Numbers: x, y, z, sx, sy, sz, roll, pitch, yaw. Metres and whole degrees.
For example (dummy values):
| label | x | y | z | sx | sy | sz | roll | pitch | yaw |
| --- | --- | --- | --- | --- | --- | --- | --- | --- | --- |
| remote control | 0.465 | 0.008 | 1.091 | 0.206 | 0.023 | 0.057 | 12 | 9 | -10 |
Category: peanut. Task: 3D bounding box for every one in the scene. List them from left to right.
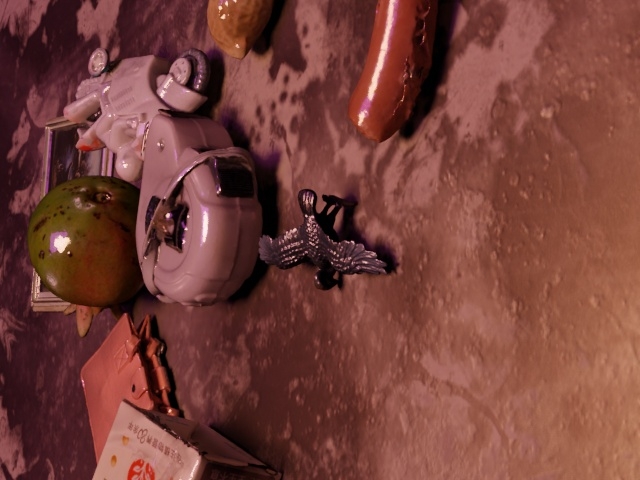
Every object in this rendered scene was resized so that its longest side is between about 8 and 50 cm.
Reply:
| label | x | y | z | sx | sy | sz | roll | pitch | yaw |
| --- | --- | --- | --- | --- | --- | --- | --- | --- | --- |
| peanut | -0.096 | -0.331 | 2.072 | 0.104 | 0.085 | 0.228 | 162 | 110 | -65 |

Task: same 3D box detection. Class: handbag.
| label | x | y | z | sx | sy | sz | roll | pitch | yaw |
| --- | --- | --- | --- | --- | --- | --- | --- | --- | --- |
| handbag | -0.245 | 0.217 | 2.221 | 0.157 | 0.059 | 0.212 | -52 | 43 | 40 |

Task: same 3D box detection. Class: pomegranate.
| label | x | y | z | sx | sy | sz | roll | pitch | yaw |
| --- | --- | --- | --- | --- | --- | --- | --- | --- | --- |
| pomegranate | -0.291 | 0.025 | 2.242 | 0.181 | 0.181 | 0.224 | -122 | 25 | -44 |

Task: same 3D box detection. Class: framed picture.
| label | x | y | z | sx | sy | sz | roll | pitch | yaw |
| --- | --- | --- | --- | --- | --- | --- | --- | --- | --- |
| framed picture | -0.362 | -0.043 | 2.487 | 0.232 | 0.019 | 0.296 | -5 | 80 | 57 |

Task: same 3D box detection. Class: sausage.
| label | x | y | z | sx | sy | sz | roll | pitch | yaw |
| --- | --- | --- | --- | --- | --- | --- | --- | --- | --- |
| sausage | 0.094 | -0.247 | 1.771 | 0.078 | 0.078 | 0.304 | 33 | 112 | 55 |

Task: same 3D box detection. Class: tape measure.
| label | x | y | z | sx | sy | sz | roll | pitch | yaw |
| --- | --- | --- | --- | --- | --- | --- | --- | --- | --- |
| tape measure | -0.145 | -0.024 | 2.063 | 0.197 | 0.120 | 0.236 | 25 | 109 | 54 |

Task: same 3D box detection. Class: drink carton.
| label | x | y | z | sx | sy | sz | roll | pitch | yaw |
| --- | --- | --- | --- | --- | --- | --- | --- | --- | --- |
| drink carton | -0.192 | 0.370 | 1.998 | 0.194 | 0.132 | 0.325 | 25 | 95 | 53 |

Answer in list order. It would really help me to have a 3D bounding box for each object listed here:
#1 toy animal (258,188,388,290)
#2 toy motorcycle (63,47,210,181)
| label | x | y | z | sx | sy | sz | roll | pitch | yaw |
| --- | --- | --- | --- | --- | --- | --- | --- | --- | --- |
| toy animal | 0.000 | 0.000 | 1.880 | 0.220 | 0.062 | 0.108 | 9 | 91 | 51 |
| toy motorcycle | -0.237 | -0.159 | 2.224 | 0.260 | 0.110 | 0.171 | -6 | 72 | 45 |
